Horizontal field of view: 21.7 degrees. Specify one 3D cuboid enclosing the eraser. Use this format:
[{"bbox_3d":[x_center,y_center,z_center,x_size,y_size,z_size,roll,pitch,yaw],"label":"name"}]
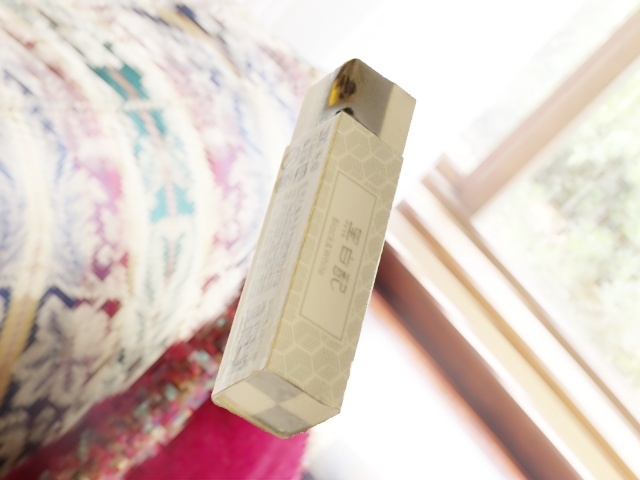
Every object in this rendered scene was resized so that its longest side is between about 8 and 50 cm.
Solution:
[{"bbox_3d":[0.000,0.000,1.653,0.096,0.098,0.404,35,49,-23],"label":"eraser"}]
